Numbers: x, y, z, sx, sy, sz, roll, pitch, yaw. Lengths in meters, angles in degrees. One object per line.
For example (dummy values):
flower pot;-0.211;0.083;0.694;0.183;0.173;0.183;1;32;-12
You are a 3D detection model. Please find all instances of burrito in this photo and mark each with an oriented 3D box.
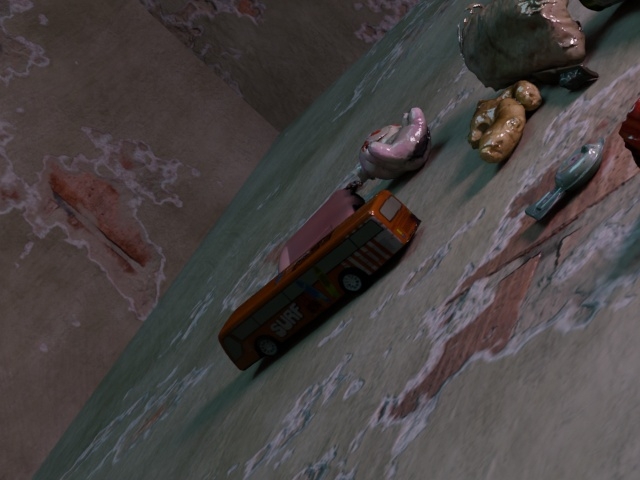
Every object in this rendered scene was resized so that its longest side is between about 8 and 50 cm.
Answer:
burrito;0.308;-0.320;1.881;0.348;0.107;0.175;178;98;-73

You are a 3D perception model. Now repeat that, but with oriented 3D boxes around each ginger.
ginger;0.257;-0.164;1.760;0.133;0.059;0.214;-29;21;39

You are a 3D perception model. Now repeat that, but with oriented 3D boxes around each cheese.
cheese;0.283;-0.070;1.369;0.120;0.026;0.067;-48;10;3

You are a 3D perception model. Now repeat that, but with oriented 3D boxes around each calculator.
calculator;0.000;0.000;2.228;0.220;0.048;0.329;-45;13;9

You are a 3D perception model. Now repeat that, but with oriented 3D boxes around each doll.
doll;0.136;-0.165;2.152;0.149;0.095;0.192;-44;7;-14

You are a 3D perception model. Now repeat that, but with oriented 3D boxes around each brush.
brush;0.343;-0.227;1.710;0.027;0.034;0.190;-64;12;0

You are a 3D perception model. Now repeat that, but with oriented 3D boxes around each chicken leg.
chicken leg;0.063;-0.106;2.439;0.083;0.021;0.036;-32;9;44

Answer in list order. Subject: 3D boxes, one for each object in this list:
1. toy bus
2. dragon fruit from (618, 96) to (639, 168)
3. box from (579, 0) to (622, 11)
toy bus;-0.011;0.071;1.872;0.409;0.092;0.093;-39;11;34
dragon fruit;0.379;-0.120;1.118;0.192;0.122;0.092;-47;49;-14
box;0.467;-0.406;1.651;0.134;0.097;0.345;-38;8;-9
